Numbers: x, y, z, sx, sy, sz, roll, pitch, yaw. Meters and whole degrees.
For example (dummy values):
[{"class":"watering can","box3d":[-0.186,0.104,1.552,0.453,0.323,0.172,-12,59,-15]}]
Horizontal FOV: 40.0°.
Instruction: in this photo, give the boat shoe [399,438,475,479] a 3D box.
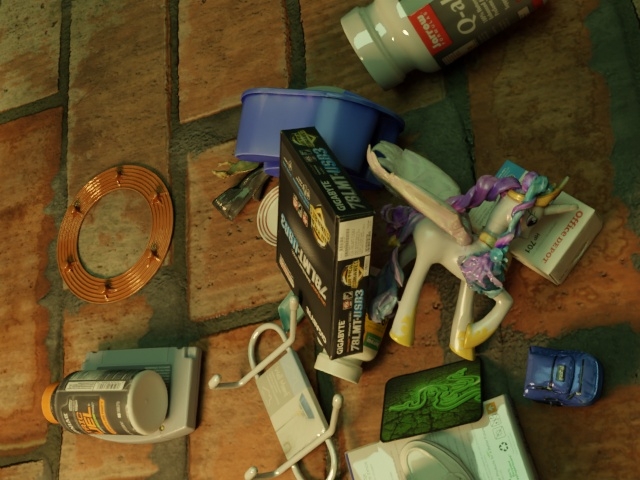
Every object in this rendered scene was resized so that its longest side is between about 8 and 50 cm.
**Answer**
[{"class":"boat shoe","box3d":[0.214,0.416,1.403,0.095,0.084,0.258,-50,59,5]}]

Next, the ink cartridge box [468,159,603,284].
[{"class":"ink cartridge box","box3d":[0.375,-0.033,1.551,0.190,0.082,0.140,36,92,34]}]

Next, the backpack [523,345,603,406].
[{"class":"backpack","box3d":[0.399,0.227,1.440,0.120,0.101,0.098,5,82,25]}]

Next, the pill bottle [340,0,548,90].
[{"class":"pill bottle","box3d":[0.236,-0.454,1.690,0.363,0.210,0.210,-31,62,16]}]

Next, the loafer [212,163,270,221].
[{"class":"loafer","box3d":[-0.147,-0.109,1.871,0.170,0.062,0.061,-36,99,5]}]

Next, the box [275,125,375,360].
[{"class":"box","box3d":[0.000,0.000,1.510,0.073,0.293,0.295,-9,37,-19]}]

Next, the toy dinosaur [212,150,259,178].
[{"class":"toy dinosaur","box3d":[-0.159,-0.163,1.882,0.183,0.053,0.092,-29,25,-29]}]

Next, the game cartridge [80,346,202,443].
[{"class":"game cartridge","box3d":[-0.383,0.325,1.842,0.294,0.060,0.196,-5,67,26]}]

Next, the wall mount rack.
[{"class":"wall mount rack","box3d":[-0.060,0.277,1.613,0.304,0.130,0.350,-44,57,29]}]

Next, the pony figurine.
[{"class":"pony figurine","box3d":[0.203,-0.005,1.474,0.351,0.303,0.363,26,107,1]}]

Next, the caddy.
[{"class":"caddy","box3d":[-0.005,-0.217,1.720,0.341,0.241,0.179,9,82,29]}]

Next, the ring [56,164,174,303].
[{"class":"ring","box3d":[-0.482,-0.020,2.022,0.336,0.032,0.337,-9,70,24]}]

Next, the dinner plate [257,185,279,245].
[{"class":"dinner plate","box3d":[-0.068,-0.053,1.826,0.141,0.017,0.141,-9,70,24]}]

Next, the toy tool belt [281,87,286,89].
[{"class":"toy tool belt","box3d":[-0.070,-0.292,1.888,0.083,0.052,0.051,36,83,33]}]

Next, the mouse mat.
[{"class":"mouse mat","box3d":[0.193,0.277,1.536,0.189,0.007,0.153,-18,32,21]}]

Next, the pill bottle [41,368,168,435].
[{"class":"pill bottle","box3d":[-0.440,0.325,1.767,0.245,0.130,0.130,-6,71,27]}]

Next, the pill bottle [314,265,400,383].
[{"class":"pill bottle","box3d":[0.063,0.152,1.629,0.117,0.117,0.208,16,80,31]}]

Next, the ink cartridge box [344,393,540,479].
[{"class":"ink cartridge box","box3d":[0.224,0.453,1.475,0.307,0.072,0.304,-25,64,21]}]

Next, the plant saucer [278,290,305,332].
[{"class":"plant saucer","box3d":[-0.025,0.101,1.699,0.192,0.018,0.067,-51,41,35]}]
